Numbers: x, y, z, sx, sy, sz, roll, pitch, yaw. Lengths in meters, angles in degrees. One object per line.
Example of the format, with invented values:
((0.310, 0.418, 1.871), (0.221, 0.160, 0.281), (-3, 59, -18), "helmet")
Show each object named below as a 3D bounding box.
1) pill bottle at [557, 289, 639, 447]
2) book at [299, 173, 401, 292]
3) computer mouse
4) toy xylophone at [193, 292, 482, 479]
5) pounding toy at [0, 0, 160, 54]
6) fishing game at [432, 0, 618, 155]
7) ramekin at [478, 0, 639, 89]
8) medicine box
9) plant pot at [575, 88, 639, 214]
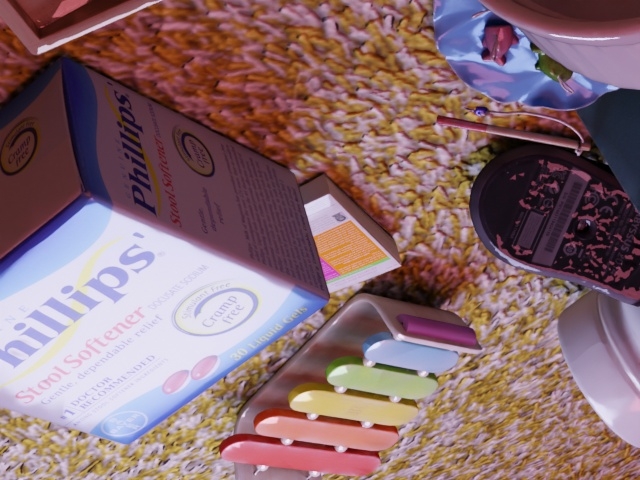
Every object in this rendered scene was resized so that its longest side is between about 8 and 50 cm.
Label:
((0.431, 0.051, 1.628), (0.361, 0.204, 0.204), (-36, 141, 25), "pill bottle")
((0.000, 0.000, 1.526), (0.096, 0.035, 0.144), (-26, 144, 18), "book")
((0.262, -0.003, 1.527), (0.272, 0.072, 0.188), (25, 103, -8), "computer mouse")
((0.003, 0.156, 1.700), (0.236, 0.081, 0.323), (6, 139, -29), "toy xylophone")
((-0.212, -0.230, 1.068), (0.181, 0.094, 0.206), (-21, 136, 15), "pounding toy")
((0.181, -0.167, 1.302), (0.189, 0.041, 0.264), (10, 137, 0), "fishing game")
((0.221, -0.236, 1.088), (0.277, 0.277, 0.135), (-27, 152, 15), "ramekin")
((-0.189, 0.021, 1.371), (0.263, 0.149, 0.289), (-36, 142, 26), "medicine box")
((0.366, -0.138, 1.384), (0.165, 0.165, 0.234), (14, 128, -37), "plant pot")
